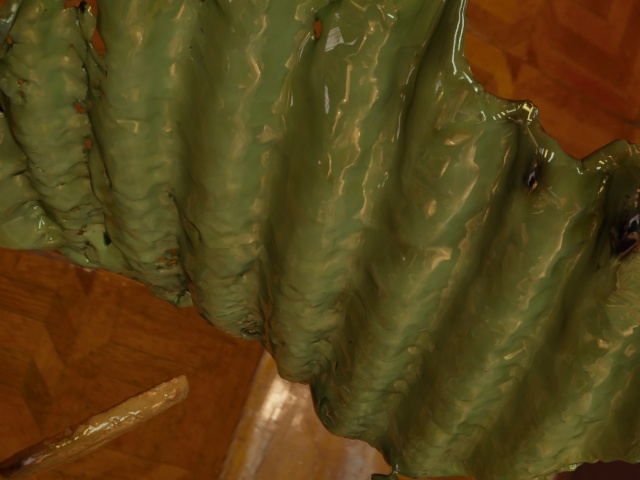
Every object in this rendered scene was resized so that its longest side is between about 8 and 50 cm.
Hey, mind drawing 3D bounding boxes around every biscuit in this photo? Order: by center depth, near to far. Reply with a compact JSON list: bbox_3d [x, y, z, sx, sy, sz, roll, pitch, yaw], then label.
[{"bbox_3d":[-0.234,0.193,1.044,0.144,0.224,0.033,-20,82,-57],"label":"biscuit"}]

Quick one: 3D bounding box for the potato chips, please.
[{"bbox_3d":[-0.005,0.003,0.553,0.373,0.389,0.097,36,57,-12],"label":"potato chips"}]
